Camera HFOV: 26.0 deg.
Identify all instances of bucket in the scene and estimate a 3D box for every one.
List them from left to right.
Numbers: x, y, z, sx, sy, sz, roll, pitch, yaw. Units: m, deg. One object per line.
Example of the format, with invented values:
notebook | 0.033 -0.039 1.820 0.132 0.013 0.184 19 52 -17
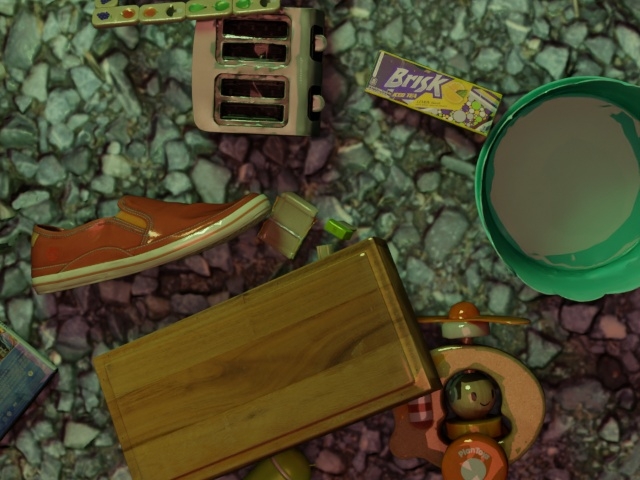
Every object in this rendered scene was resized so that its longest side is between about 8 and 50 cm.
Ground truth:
bucket | 0.325 -0.069 1.724 0.281 0.183 0.281 0 95 2

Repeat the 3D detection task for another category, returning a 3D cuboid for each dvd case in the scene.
dvd case | -0.505 0.162 1.868 0.253 0.022 0.180 40 97 -2

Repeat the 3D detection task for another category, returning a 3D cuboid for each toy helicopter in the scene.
toy helicopter | 0.122 0.163 1.786 0.355 0.140 0.235 22 100 9

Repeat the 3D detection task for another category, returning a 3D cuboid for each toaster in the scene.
toaster | -0.084 -0.218 1.765 0.185 0.110 0.168 3 95 3

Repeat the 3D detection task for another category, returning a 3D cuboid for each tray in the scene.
tray | -0.073 0.169 1.763 0.411 0.076 0.203 -24 79 14

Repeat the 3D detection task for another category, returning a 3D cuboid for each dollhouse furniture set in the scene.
dollhouse furniture set | 0.000 0.000 1.826 0.151 0.058 0.076 33 104 18

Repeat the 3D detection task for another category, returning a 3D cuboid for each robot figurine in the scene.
robot figurine | -0.060 0.320 1.838 0.115 0.067 0.101 -45 84 6

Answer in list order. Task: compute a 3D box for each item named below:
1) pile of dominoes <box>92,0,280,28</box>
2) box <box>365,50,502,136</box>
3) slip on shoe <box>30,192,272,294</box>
pile of dominoes | -0.159 -0.358 1.732 0.251 0.040 0.196 -4 55 3
box | 0.145 -0.190 1.784 0.169 0.054 0.059 20 97 0
slip on shoe | -0.225 -0.014 1.793 0.331 0.123 0.101 -14 91 9
